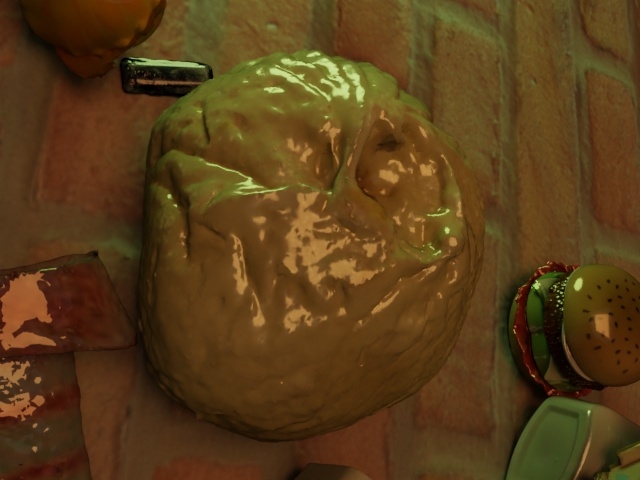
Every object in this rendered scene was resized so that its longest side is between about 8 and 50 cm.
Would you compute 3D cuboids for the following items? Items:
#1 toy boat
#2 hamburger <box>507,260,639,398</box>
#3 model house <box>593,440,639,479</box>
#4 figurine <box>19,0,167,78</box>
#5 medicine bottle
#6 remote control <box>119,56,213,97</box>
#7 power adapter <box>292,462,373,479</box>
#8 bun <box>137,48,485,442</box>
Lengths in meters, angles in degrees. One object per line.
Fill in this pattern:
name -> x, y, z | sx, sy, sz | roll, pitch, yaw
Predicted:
toy boat -> -0.233, 0.160, 0.535 | 0.206, 0.096, 0.282 | -12, 95, -25
hamburger -> 0.317, 0.105, 0.818 | 0.175, 0.137, 0.175 | 6, 77, -26
model house -> 0.360, 0.296, 0.614 | 0.326, 0.244, 0.169 | -41, 107, -18
figurine -> -0.233, -0.262, 0.621 | 0.246, 0.131, 0.156 | 57, 16, 12
medicine bottle -> 0.361, 0.307, 0.804 | 0.296, 0.111, 0.161 | 31, 78, -17
remote control -> -0.151, -0.164, 0.695 | 0.096, 0.014, 0.039 | -3, 79, -29
power adapter -> -0.021, 0.306, 0.576 | 0.205, 0.125, 0.130 | -41, 99, -32
bun -> 0.000, 0.000, 0.612 | 0.352, 0.227, 0.348 | -36, 97, -30
